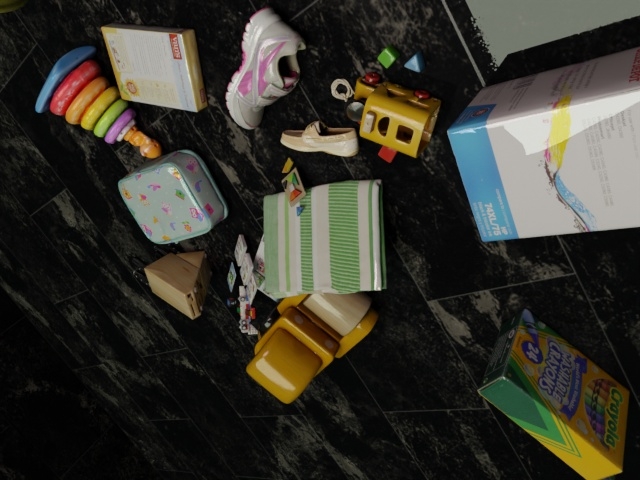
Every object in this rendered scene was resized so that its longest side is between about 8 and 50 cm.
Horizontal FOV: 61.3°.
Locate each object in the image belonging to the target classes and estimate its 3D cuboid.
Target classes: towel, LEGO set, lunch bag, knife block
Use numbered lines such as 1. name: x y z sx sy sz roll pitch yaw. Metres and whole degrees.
1. towel: 0.000 0.000 1.192 0.324 0.038 0.248 -7 82 39
2. LEGO set: -0.201 0.131 1.454 0.183 0.060 0.244 66 146 38
3. lunch bag: -0.382 -0.104 1.404 0.279 0.108 0.224 -10 119 39
4. knife block: -0.439 0.112 1.520 0.241 0.276 0.088 -8 122 4

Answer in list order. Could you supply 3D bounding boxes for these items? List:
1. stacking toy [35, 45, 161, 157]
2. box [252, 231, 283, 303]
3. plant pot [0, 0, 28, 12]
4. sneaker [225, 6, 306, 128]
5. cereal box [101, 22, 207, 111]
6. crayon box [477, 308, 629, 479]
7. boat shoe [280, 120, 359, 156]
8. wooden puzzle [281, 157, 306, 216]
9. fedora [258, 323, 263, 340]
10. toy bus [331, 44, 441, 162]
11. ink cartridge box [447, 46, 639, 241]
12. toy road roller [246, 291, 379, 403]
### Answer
1. stacking toy: -0.521 -0.309 1.338 0.301 0.175 0.165 39 132 -17
2. box: -0.117 0.066 1.401 0.114 0.036 0.207 34 135 8
3. plant pot: -0.728 -0.710 1.045 0.366 0.366 0.353 40 124 2
4. sneaker: -0.105 -0.315 1.062 0.111 0.103 0.252 35 136 10
5. cereal box: -0.374 -0.394 1.223 0.240 0.047 0.173 15 129 24
6. crayon box: 0.484 0.313 1.061 0.323 0.203 0.083 39 135 2
7. boat shoe: -0.001 -0.215 1.100 0.169 0.063 0.059 10 125 17
8. wooden puzzle: -0.062 -0.119 1.205 0.078 0.014 0.116 -48 61 48
9. fedora: -0.097 0.302 1.510 0.079 0.194 0.194 -33 103 7
10. toy bus: 0.112 -0.228 0.977 0.202 0.104 0.191 -21 109 42
11. ink cartridge box: 0.369 -0.140 0.803 0.269 0.198 0.197 -7 118 38
12. toy road roller: -0.037 0.240 1.308 0.202 0.241 0.329 39 127 -2
